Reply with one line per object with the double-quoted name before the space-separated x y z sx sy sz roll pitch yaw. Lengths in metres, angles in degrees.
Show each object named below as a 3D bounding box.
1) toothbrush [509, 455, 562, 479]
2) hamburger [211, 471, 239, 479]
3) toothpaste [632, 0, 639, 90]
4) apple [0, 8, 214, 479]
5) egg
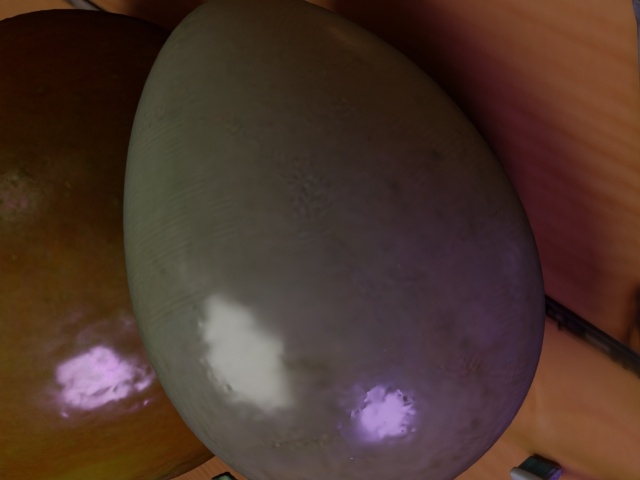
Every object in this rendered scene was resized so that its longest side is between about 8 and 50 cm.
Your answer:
"toothbrush" 0.203 0.170 0.675 0.263 0.026 0.022 11 135 59
"hamburger" -0.010 0.228 1.002 0.260 0.150 0.276 14 131 55
"toothpaste" 0.177 0.037 0.541 0.075 0.048 0.301 -109 9 -58
"apple" -0.198 0.018 0.855 0.384 0.374 0.374 32 146 53
"egg" 0.000 0.000 0.626 0.218 0.218 0.295 -31 78 66
